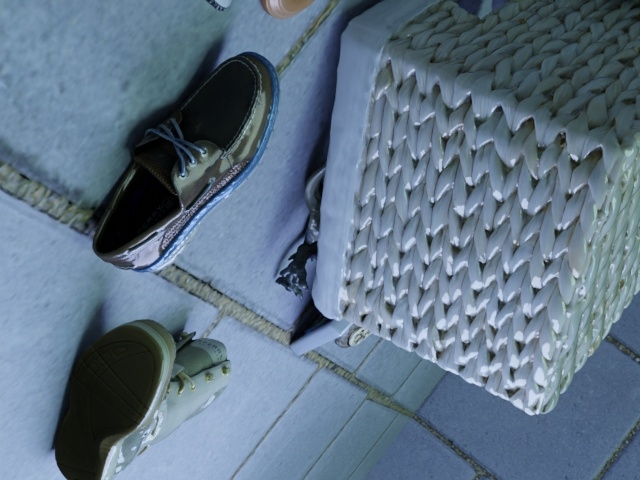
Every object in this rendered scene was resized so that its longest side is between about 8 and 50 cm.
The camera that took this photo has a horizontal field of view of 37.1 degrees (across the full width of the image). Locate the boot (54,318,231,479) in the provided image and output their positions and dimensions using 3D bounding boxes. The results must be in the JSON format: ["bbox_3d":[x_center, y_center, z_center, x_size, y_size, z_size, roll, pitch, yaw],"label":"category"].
[{"bbox_3d":[-0.141,0.122,0.854,0.165,0.077,0.213,-31,157,-48],"label":"boot"}]

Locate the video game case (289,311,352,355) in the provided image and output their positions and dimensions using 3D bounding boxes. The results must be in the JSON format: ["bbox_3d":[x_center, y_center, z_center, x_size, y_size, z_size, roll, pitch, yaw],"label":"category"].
[{"bbox_3d":[0.050,0.063,1.194,0.183,0.023,0.201,-46,-178,-20],"label":"video game case"}]

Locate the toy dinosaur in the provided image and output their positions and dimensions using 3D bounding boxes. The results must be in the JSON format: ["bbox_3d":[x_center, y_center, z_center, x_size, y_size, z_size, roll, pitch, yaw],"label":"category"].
[{"bbox_3d":[0.000,0.000,1.010,0.118,0.064,0.268,-56,161,-9],"label":"toy dinosaur"}]

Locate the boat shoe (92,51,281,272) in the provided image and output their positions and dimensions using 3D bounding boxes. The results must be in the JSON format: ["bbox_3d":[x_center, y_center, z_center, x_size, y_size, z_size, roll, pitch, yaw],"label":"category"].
[{"bbox_3d":[-0.093,-0.051,0.661,0.183,0.066,0.066,-57,160,14],"label":"boat shoe"}]

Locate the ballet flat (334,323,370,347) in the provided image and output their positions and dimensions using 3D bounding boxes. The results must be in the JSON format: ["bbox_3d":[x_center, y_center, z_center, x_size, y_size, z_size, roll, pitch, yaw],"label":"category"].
[{"bbox_3d":[0.109,0.061,1.388,0.250,0.058,0.084,-53,162,0],"label":"ballet flat"}]

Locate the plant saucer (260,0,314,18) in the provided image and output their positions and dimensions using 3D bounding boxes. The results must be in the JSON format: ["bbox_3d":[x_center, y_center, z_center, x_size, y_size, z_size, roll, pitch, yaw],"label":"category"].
[{"bbox_3d":[-0.011,-0.195,0.680,0.083,0.013,0.083,-45,160,-21],"label":"plant saucer"}]

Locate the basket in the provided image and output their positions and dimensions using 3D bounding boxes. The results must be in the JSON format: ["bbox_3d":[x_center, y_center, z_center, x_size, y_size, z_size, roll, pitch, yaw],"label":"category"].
[{"bbox_3d":[0.195,-0.076,0.923,0.328,0.266,0.331,-38,144,-42],"label":"basket"}]

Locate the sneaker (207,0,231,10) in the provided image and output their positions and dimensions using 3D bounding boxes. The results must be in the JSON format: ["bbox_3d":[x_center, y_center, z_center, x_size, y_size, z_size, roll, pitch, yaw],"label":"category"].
[{"bbox_3d":[-0.064,-0.181,0.500,0.075,0.057,0.161,-48,160,4],"label":"sneaker"}]
